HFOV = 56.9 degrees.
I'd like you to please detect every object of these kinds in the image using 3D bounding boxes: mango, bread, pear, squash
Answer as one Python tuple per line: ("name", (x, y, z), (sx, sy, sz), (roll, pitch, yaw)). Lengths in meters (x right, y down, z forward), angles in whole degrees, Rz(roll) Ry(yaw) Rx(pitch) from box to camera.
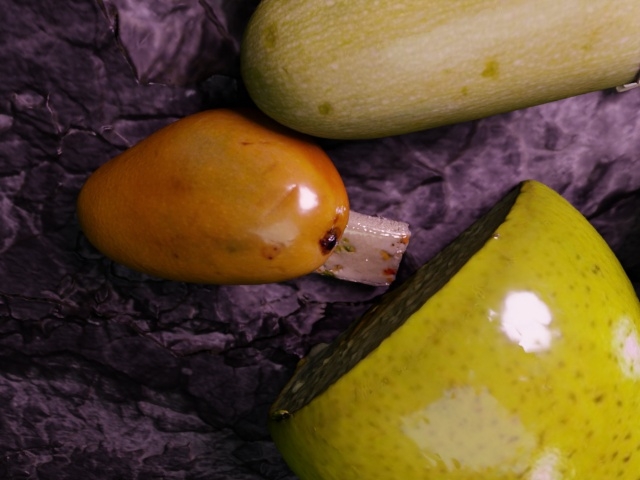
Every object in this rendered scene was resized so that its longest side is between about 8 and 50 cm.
("mango", (-0.095, -0.035, 0.472), (0.254, 0.113, 0.138), (1, 88, 27))
("bread", (0.000, 0.000, 0.544), (0.154, 0.028, 0.068), (13, 128, -1))
("pear", (0.147, 0.170, 0.502), (0.318, 0.238, 0.342), (44, 120, -2))
("squash", (0.061, -0.132, 0.377), (0.247, 0.132, 0.132), (-13, 123, 14))

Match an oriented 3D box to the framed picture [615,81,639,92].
("framed picture", (0.275, -0.188, 0.379), (0.183, 0.011, 0.141), (-16, 119, 20))
